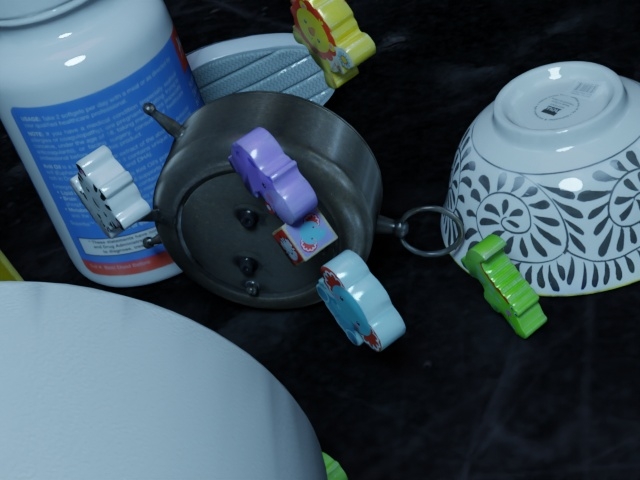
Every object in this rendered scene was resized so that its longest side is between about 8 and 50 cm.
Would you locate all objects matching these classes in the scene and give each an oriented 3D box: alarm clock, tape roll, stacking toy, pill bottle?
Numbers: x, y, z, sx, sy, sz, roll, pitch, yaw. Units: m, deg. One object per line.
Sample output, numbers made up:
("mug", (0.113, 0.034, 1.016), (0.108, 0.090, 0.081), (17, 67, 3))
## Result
("alarm clock", (-0.012, -0.016, 0.750), (0.192, 0.129, 0.064), (7, 41, 2))
("tape roll", (-0.110, 0.159, 0.459), (0.246, 0.246, 0.169), (-15, 35, 6))
("stacking toy", (0.000, 0.000, 0.664), (0.167, 0.221, 0.052), (-37, 3, -19))
("pill bottle", (-0.139, -0.090, 0.817), (0.124, 0.222, 0.124), (-12, 37, 9))

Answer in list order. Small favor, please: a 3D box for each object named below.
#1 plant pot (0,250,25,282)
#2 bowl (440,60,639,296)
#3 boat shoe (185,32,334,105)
("plant pot", (-0.323, 0.056, 0.740), (0.187, 0.212, 0.212), (-9, 35, 34))
("bowl", (0.145, -0.052, 0.758), (0.170, 0.080, 0.170), (-12, 37, 9))
("boat shoe", (-0.101, -0.105, 0.937), (0.226, 0.083, 0.076), (-18, 37, 3))
